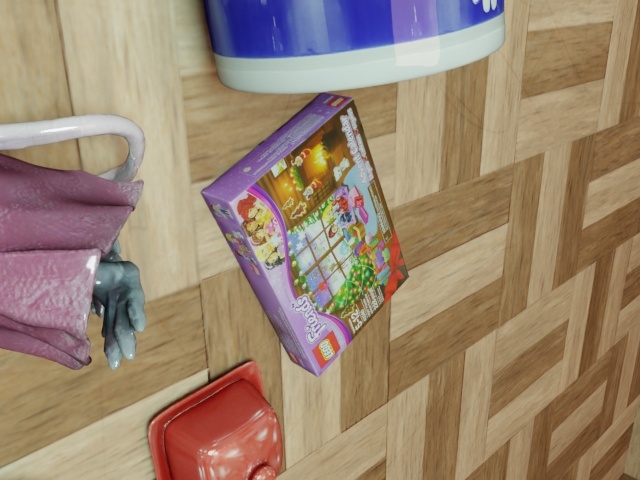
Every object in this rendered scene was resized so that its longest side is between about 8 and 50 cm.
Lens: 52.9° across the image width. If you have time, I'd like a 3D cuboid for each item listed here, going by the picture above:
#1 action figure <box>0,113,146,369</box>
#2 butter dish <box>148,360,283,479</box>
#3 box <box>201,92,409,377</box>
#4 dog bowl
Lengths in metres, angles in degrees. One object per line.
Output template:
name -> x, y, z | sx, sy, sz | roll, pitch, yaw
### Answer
action figure -> -0.286, -0.032, 0.377 | 0.370, 0.248, 0.276 | 19, 56, -25
butter dish -> -0.097, 0.249, 0.737 | 0.160, 0.118, 0.160 | -25, 121, -38
box -> 0.000, 0.000, 0.787 | 0.201, 0.057, 0.293 | -44, 132, -25
dog bowl -> 0.028, -0.216, 0.578 | 0.265, 0.265, 0.104 | -30, 122, -36
